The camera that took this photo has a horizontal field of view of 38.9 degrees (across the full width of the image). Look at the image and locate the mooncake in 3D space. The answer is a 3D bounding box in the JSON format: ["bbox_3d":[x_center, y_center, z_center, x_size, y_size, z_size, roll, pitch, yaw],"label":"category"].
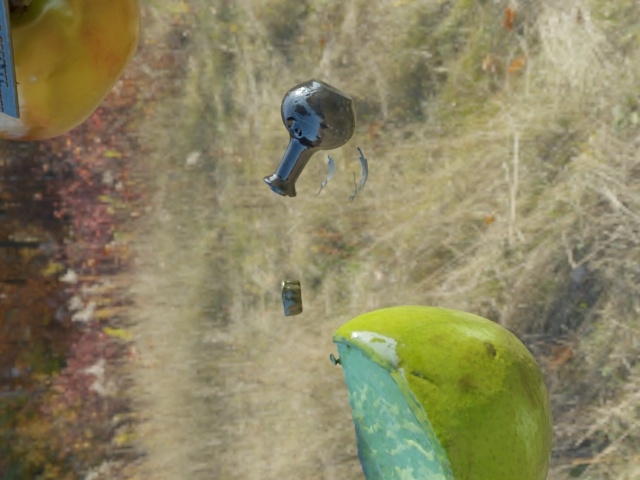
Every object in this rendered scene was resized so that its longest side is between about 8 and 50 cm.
[{"bbox_3d":[-0.013,0.001,1.207,0.347,0.057,0.150,138,124,-67],"label":"mooncake"}]

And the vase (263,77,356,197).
[{"bbox_3d":[-0.023,-0.151,1.381,0.183,0.120,0.120,-61,24,14],"label":"vase"}]

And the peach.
[{"bbox_3d":[-0.350,-0.266,1.024,0.308,0.289,0.289,-155,64,-65],"label":"peach"}]

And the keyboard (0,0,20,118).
[{"bbox_3d":[-0.280,-0.175,0.735,0.202,0.067,0.011,111,178,-55],"label":"keyboard"}]

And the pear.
[{"bbox_3d":[0.159,0.191,0.858,0.139,0.239,0.288,-8,95,48],"label":"pear"}]
